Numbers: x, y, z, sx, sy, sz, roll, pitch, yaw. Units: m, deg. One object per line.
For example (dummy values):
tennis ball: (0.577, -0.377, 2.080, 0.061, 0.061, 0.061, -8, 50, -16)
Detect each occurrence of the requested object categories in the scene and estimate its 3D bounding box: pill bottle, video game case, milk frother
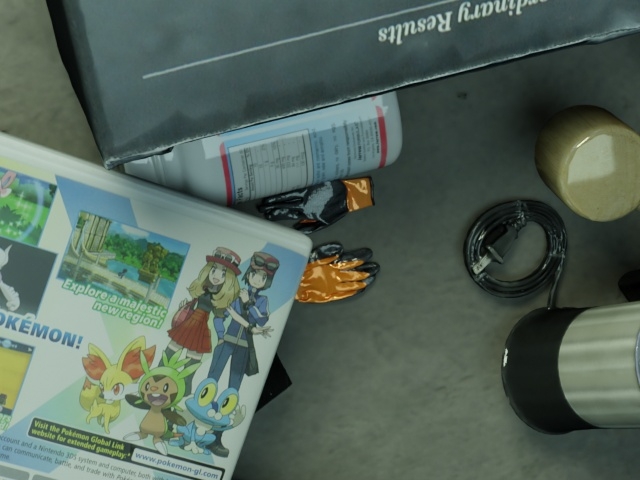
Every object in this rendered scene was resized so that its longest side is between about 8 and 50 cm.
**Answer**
pill bottle: (-0.039, -0.067, 1.062, 0.160, 0.087, 0.087, -14, 112, -8)
video game case: (-0.200, 0.089, 0.990, 0.329, 0.036, 0.300, 19, 93, -22)
milk frother: (0.168, 0.045, 1.127, 0.143, 0.135, 0.129, 31, 69, -24)

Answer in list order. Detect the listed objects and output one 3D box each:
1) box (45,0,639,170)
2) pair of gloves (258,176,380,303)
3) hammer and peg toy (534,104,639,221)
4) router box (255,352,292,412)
box: (-0.025, -0.279, 0.923, 0.293, 0.212, 0.395, -14, 111, -9)
pair of gloves: (0.000, 0.000, 1.138, 0.074, 0.010, 0.083, -9, 110, -10)
hammer and peg toy: (0.301, -0.124, 1.105, 0.361, 0.127, 0.266, -46, 115, 5)
router box: (-0.119, 0.079, 1.080, 0.179, 0.046, 0.133, -36, 111, -24)
